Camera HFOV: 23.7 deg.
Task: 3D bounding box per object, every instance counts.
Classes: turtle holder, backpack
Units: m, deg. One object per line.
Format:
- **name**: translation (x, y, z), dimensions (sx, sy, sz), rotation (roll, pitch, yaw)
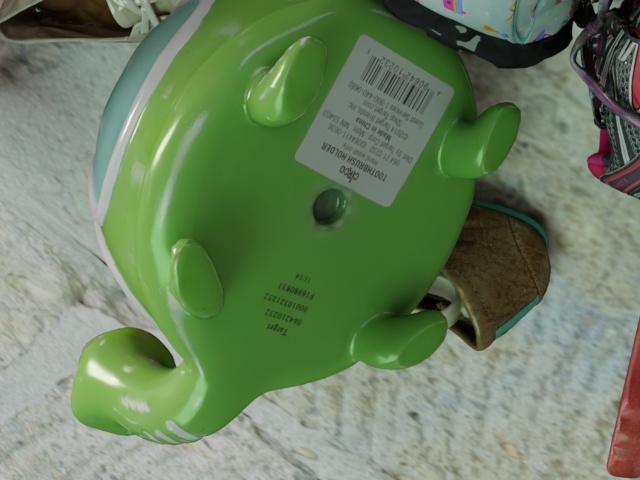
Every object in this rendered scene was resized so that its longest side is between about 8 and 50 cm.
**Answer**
- **turtle holder**: translation (-0.037, -0.021, 1.005), dimensions (0.227, 0.243, 0.320), rotation (36, 128, 51)
- **backpack**: translation (0.097, -0.191, 0.842), dimensions (0.152, 0.115, 0.182), rotation (28, 143, 12)

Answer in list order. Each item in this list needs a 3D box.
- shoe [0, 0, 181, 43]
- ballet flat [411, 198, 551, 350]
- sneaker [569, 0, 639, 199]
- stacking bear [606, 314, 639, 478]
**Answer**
- **shoe**: translation (-0.151, -0.169, 1.117), dimensions (0.219, 0.058, 0.076), rotation (5, 137, 35)
- **ballet flat**: translation (0.000, 0.000, 1.144), dimensions (0.342, 0.124, 0.116), rotation (20, 149, 19)
- **sneaker**: translation (0.194, -0.119, 0.844), dimensions (0.112, 0.121, 0.299), rotation (14, 142, 25)
- **stacking bear**: translation (0.343, 0.102, 0.972), dimensions (0.289, 0.175, 0.164), rotation (13, 168, 12)
